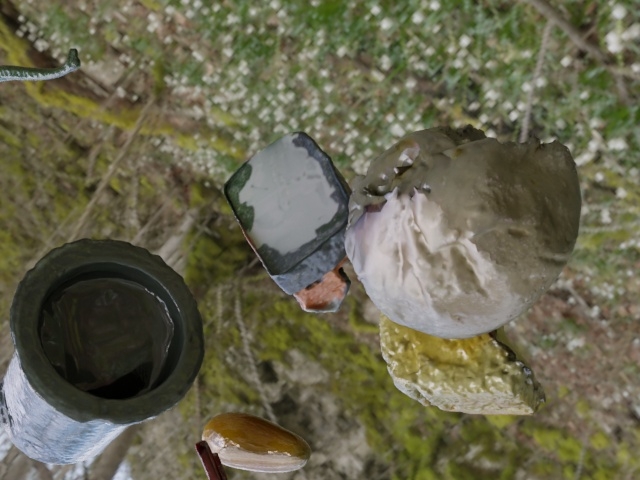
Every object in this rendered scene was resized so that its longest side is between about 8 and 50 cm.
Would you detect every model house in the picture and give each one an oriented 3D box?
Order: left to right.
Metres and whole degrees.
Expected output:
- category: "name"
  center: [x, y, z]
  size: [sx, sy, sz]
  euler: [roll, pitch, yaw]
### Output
- category: "model house"
  center: [0.000, 0.000, 1.738]
  size: [0.271, 0.190, 0.301]
  euler: [56, -178, 42]

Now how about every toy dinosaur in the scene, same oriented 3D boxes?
- category: "toy dinosaur"
  center: [-0.632, -0.247, 1.834]
  size: [0.301, 0.447, 0.087]
  euler: [36, -151, 3]

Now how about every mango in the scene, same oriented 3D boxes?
- category: "mango"
  center: [-0.099, 0.322, 1.581]
  size: [0.102, 0.184, 0.084]
  euler: [75, -154, -51]

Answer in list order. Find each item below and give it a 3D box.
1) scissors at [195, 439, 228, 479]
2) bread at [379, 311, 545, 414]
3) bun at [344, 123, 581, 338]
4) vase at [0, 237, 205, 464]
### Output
- category: "scissors"
  center: [-0.098, 0.373, 1.253]
  size: [0.144, 0.017, 0.247]
  euler: [82, 163, -69]
- category: "bread"
  center: [0.177, 0.152, 1.362]
  size: [0.262, 0.162, 0.204]
  euler: [49, -175, 31]
- category: "bun"
  center: [0.143, -0.023, 1.169]
  size: [0.205, 0.281, 0.281]
  euler: [24, -149, -27]
- category: "vase"
  center: [-0.311, 0.162, 1.303]
  size: [0.245, 0.291, 0.245]
  euler: [13, -121, -23]
